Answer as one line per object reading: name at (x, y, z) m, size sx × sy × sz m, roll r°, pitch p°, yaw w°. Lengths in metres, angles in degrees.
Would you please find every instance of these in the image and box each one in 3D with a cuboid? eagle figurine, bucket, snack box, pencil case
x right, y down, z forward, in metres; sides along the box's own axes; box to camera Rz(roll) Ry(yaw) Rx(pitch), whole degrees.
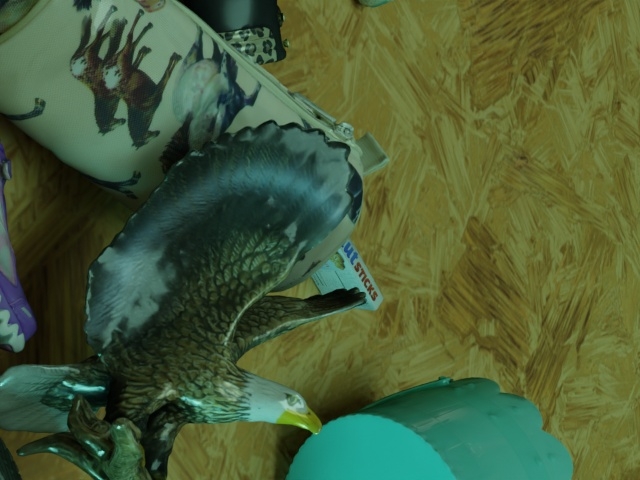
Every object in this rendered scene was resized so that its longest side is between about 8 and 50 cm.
eagle figurine at (-0.088, 0.077, 0.969) m, size 0.225 × 0.226 × 0.298 m, roll 40°, pitch 53°, yaw -22°
bucket at (0.104, 0.280, 1.246) m, size 0.183 × 0.281 × 0.281 m, roll 0°, pitch 92°, yaw -49°
snack box at (0.000, 0.000, 1.253) m, size 0.022 × 0.064 × 0.178 m, roll -53°, pitch 130°, yaw -31°
pencil case at (-0.126, -0.117, 1.012) m, size 0.183 × 0.160 × 0.410 m, roll -47°, pitch 135°, yaw 5°

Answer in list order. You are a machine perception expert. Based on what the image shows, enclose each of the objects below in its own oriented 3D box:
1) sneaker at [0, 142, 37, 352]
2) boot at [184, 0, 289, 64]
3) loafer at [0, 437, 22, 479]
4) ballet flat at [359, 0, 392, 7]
sneaker at (-0.260, -0.026, 0.912) m, size 0.104 × 0.095 × 0.236 m, roll -47°, pitch 125°, yaw -35°
boot at (-0.051, -0.261, 1.164) m, size 0.236 × 0.085 × 0.178 m, roll -25°, pitch 114°, yaw -42°
loafer at (-0.287, 0.161, 0.918) m, size 0.087 × 0.094 × 0.251 m, roll -30°, pitch 122°, yaw -7°
ballet flat at (0.067, -0.330, 1.321) m, size 0.057 × 0.052 × 0.168 m, roll -3°, pitch 94°, yaw -50°
